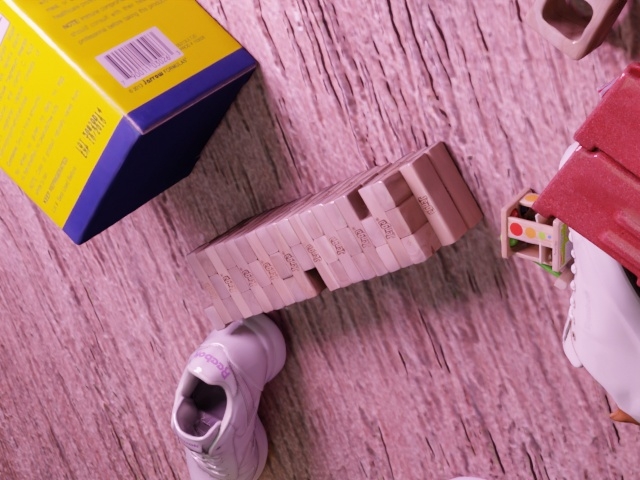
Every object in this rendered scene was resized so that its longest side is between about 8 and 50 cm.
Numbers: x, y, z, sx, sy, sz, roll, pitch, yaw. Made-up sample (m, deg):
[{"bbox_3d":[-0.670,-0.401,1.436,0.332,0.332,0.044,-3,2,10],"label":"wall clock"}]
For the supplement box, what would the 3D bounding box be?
[{"bbox_3d":[-0.279,-0.210,1.397,0.356,0.195,0.194,45,135,6],"label":"supplement box"}]

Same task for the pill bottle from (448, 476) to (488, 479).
[{"bbox_3d":[0.114,0.381,1.396,0.152,0.272,0.152,19,126,28],"label":"pill bottle"}]

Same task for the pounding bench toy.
[{"bbox_3d":[0.203,0.002,1.246,0.065,0.052,0.083,15,124,32],"label":"pounding bench toy"}]

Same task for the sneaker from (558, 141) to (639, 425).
[{"bbox_3d":[0.251,0.049,1.199,0.123,0.106,0.290,-11,110,39],"label":"sneaker"}]

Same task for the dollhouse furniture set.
[{"bbox_3d":[0.185,-0.163,1.054,0.374,0.201,0.152,39,135,13],"label":"dollhouse furniture set"}]

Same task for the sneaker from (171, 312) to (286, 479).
[{"bbox_3d":[-0.132,0.214,1.575,0.114,0.152,0.305,27,131,20],"label":"sneaker"}]

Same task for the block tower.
[{"bbox_3d":[0.000,0.000,1.380,0.335,0.091,0.097,-22,100,44],"label":"block tower"}]
